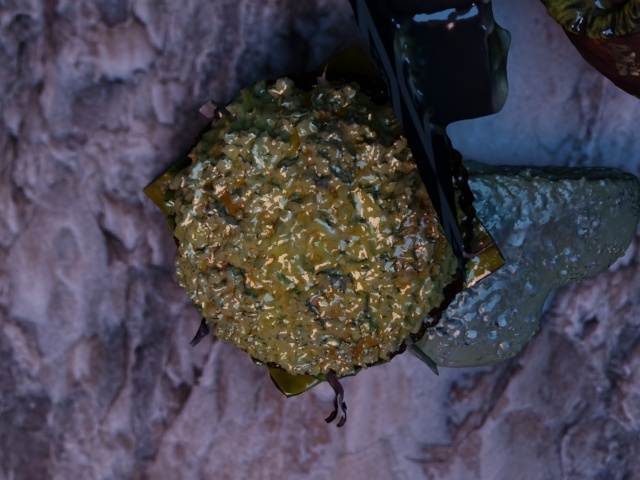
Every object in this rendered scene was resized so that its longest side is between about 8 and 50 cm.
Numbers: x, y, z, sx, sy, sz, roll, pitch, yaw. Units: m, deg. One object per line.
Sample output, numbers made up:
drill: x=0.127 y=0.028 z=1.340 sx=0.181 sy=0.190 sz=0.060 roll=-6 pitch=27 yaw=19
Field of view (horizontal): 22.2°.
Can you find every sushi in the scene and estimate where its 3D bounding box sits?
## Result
sushi: x=0.076 y=-0.202 z=1.023 sx=0.100 sy=0.296 sz=0.373 roll=-15 pitch=132 yaw=12

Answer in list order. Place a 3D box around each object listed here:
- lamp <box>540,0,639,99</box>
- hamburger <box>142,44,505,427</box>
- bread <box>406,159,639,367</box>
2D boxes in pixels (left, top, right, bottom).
lamp: x=0.259 y=-0.213 z=1.168 sx=0.247 sy=0.247 sz=0.247 roll=-3 pitch=106 yaw=-12
hamburger: x=0.000 y=0.000 z=1.189 sx=0.243 sy=0.138 sz=0.261 roll=-37 pitch=99 yaw=13
bread: x=0.148 y=-0.001 z=1.286 sx=0.232 sy=0.064 sz=0.172 roll=-39 pitch=112 yaw=-2
